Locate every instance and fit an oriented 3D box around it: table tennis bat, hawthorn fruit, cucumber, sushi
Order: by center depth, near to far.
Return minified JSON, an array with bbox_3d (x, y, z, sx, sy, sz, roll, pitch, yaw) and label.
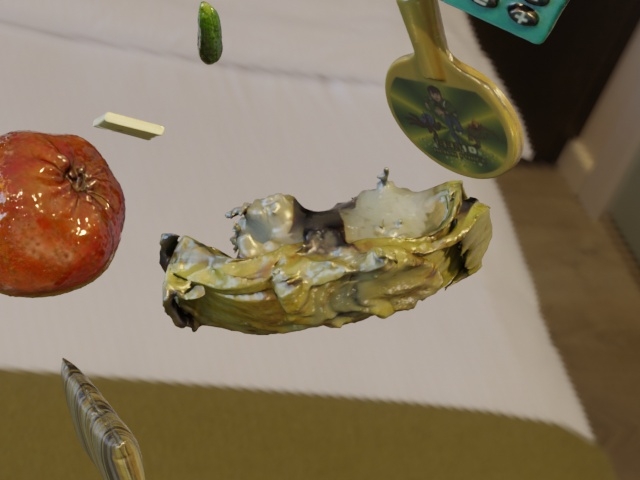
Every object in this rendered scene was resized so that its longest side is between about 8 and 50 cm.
[{"bbox_3d":[0.001,0.006,1.240,0.291,0.139,0.131,-7,66,6],"label":"sushi"},{"bbox_3d":[-0.302,-0.019,1.511,0.179,0.200,0.179,26,51,-36],"label":"hawthorn fruit"},{"bbox_3d":[0.154,-0.198,1.828,0.198,0.321,0.050,18,57,35],"label":"table tennis bat"},{"bbox_3d":[-0.161,-0.291,2.116,0.039,0.168,0.039,1,66,-2],"label":"cucumber"}]

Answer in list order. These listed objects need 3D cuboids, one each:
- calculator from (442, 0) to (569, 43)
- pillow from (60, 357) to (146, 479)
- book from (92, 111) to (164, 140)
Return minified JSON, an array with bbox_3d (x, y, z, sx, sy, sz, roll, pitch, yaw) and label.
[{"bbox_3d":[0.186,-0.360,1.588,0.248,0.274,0.058,25,39,0],"label":"calculator"},{"bbox_3d":[-0.211,0.200,1.443,0.038,0.113,0.203,-21,28,-17],"label":"pillow"},{"bbox_3d":[-0.249,-0.145,1.882,0.077,0.014,0.111,14,-5,-16],"label":"book"}]
